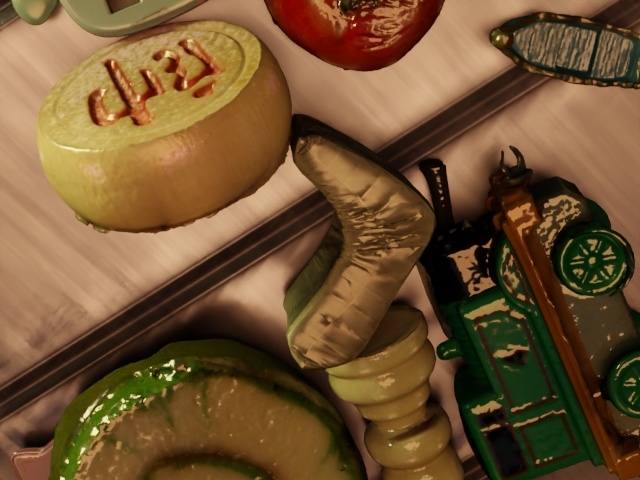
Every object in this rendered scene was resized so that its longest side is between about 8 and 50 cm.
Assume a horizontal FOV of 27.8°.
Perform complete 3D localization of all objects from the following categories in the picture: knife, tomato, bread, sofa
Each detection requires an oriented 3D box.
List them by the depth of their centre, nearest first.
[{"bbox_3d":[0.043,-0.295,1.410,0.228,0.101,0.228,0,105,-1],"label":"tomato"},{"bbox_3d":[0.000,0.000,1.417,0.176,0.210,0.225,29,101,-9],"label":"sofa"},{"bbox_3d":[-0.131,0.308,1.486,0.366,0.129,0.382,9,95,-19],"label":"bread"},{"bbox_3d":[0.139,0.017,1.521,0.060,0.028,0.230,-11,107,7],"label":"knife"}]

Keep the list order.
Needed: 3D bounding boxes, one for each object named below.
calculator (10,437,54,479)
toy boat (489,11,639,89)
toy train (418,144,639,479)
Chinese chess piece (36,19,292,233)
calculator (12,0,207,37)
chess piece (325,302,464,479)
[{"bbox_3d":[-0.221,0.316,1.566,0.194,0.043,0.294,-39,104,5],"label":"calculator"},{"bbox_3d":[0.277,-0.215,1.444,0.185,0.077,0.075,12,103,-4],"label":"toy boat"},{"bbox_3d":[0.249,0.106,1.468,0.249,0.178,0.429,-23,103,8],"label":"toy train"},{"bbox_3d":[-0.162,-0.122,1.355,0.270,0.270,0.112,-18,125,2],"label":"Chinese chess piece"},{"bbox_3d":[-0.202,-0.324,1.407,0.299,0.041,0.185,-23,90,4],"label":"calculator"},{"bbox_3d":[0.096,0.209,1.517,0.133,0.133,0.243,-20,109,3],"label":"chess piece"}]
